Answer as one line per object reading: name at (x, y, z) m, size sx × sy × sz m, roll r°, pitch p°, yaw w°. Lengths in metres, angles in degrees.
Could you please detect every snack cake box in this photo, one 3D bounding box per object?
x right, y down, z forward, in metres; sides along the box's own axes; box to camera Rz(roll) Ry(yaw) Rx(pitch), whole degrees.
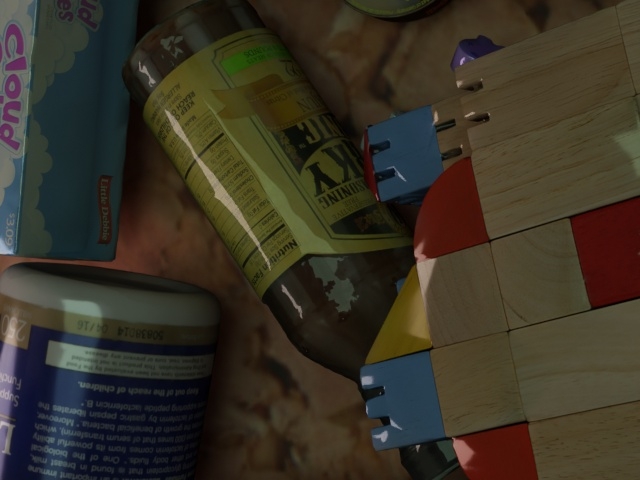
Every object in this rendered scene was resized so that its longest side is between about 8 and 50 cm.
snack cake box at (-0.213, -0.121, 0.956) m, size 0.152 × 0.089 × 0.264 m, roll 5°, pitch 90°, yaw 43°

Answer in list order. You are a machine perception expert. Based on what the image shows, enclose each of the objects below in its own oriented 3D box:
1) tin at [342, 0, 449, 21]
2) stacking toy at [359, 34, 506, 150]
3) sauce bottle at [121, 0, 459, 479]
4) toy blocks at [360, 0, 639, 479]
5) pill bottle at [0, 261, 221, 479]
tin at (0.025, -0.229, 0.919) m, size 0.106 × 0.040 × 0.189 m, roll -45°, pitch 74°, yaw 10°
stacking toy at (0.139, -0.086, 0.828) m, size 0.221 × 0.052 × 0.167 m, roll 30°, pitch 125°, yaw 18°
sauce bottle at (0.000, 0.000, 0.886) m, size 0.111 × 0.111 × 0.344 m, roll -38°, pitch 79°, yaw 16°
toy blocks at (0.136, 0.044, 0.721) m, size 0.261 × 0.191 × 0.381 m, roll -18°, pitch 77°, yaw 36°
pill bottle at (-0.160, 0.155, 0.919) m, size 0.153 × 0.153 × 0.264 m, roll 10°, pitch 92°, yaw 21°
